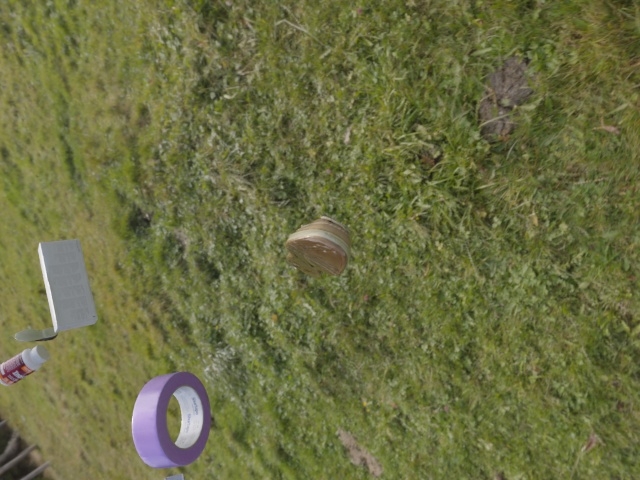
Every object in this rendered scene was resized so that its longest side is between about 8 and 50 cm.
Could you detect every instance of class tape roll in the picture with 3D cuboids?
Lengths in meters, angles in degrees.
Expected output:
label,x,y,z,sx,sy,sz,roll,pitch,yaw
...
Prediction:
label,x,y,z,sx,sy,sz,roll,pitch,yaw
tape roll,-0.461,0.562,1.340,0.090,0.275,0.275,-14,104,17

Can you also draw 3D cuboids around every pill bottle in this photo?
label,x,y,z,sx,sy,sz,roll,pitch,yaw
pill bottle,-1.060,0.442,1.515,0.086,0.151,0.086,57,173,10

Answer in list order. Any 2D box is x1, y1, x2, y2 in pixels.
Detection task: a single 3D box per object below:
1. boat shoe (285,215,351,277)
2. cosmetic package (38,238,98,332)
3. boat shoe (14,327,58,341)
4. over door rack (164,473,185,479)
label,x,y,z,sx,sy,sz,roll,pitch,yaw
boat shoe,0.000,0.000,0.881,0.121,0.110,0.341,33,167,-6
cosmetic package,-0.685,0.118,1.149,0.060,0.098,0.239,-37,68,47
boat shoe,-1.041,0.351,1.557,0.042,0.132,0.049,-52,51,40
over door rack,-0.346,0.818,1.201,0.324,0.108,0.240,-20,73,53
